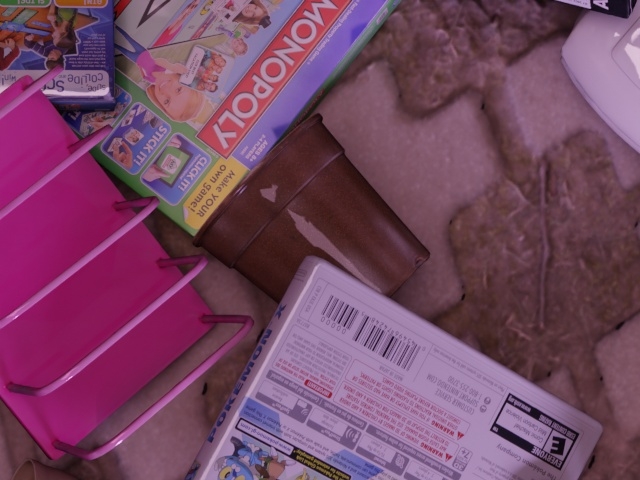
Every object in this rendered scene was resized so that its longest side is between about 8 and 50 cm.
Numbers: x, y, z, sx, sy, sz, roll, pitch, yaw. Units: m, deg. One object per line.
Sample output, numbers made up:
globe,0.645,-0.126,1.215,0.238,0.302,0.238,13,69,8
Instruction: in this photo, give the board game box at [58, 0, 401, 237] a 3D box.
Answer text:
board game box,-0.096,-0.183,1.649,0.213,0.046,0.317,37,86,11

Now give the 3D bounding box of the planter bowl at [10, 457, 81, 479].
planter bowl,-0.231,0.287,1.539,0.109,0.162,0.162,18,82,-19

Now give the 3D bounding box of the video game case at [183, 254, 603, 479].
video game case,0.052,0.219,1.491,0.329,0.036,0.300,31,84,-22

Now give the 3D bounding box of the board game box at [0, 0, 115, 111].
board game box,-0.293,-0.189,1.604,0.201,0.035,0.136,0,80,-9

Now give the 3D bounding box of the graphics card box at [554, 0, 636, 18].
graphics card box,0.145,-0.356,1.569,0.371,0.094,0.233,16,66,21

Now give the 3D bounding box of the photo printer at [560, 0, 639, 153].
photo printer,0.391,-0.197,1.570,0.256,0.107,0.307,39,87,11

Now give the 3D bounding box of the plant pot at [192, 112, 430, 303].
plant pot,0.000,0.000,1.556,0.165,0.167,0.167,44,87,4

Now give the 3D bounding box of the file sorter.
file sorter,-0.225,0.020,1.487,0.202,0.182,0.290,-41,101,-19
